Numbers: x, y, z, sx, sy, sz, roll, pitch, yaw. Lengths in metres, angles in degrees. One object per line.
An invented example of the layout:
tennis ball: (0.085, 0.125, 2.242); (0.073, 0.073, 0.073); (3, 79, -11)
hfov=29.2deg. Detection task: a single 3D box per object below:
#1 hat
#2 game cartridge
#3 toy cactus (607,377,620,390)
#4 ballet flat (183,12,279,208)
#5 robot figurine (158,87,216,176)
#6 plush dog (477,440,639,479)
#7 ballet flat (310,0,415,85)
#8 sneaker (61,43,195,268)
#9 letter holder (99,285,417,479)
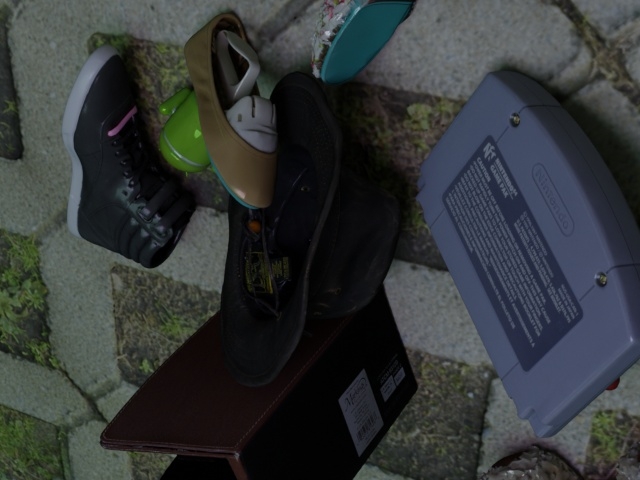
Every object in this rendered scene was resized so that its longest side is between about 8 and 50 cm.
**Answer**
hat: (0.000, 0.000, 1.259); (0.134, 0.331, 0.331); (9, 138, -19)
game cartridge: (0.194, 0.003, 1.114); (0.198, 0.062, 0.297); (-52, 50, 42)
toy cactus: (0.229, 0.041, 1.199); (0.180, 0.112, 0.219); (23, 141, 33)
ballet flat: (-0.084, -0.137, 1.221); (0.073, 0.080, 0.232); (-46, 50, 31)
robot figurine: (-0.130, -0.120, 1.332); (0.101, 0.067, 0.115); (46, 122, 4)
plush dog: (0.280, 0.350, 1.286); (0.262, 0.225, 0.211); (-10, 115, 39)
ballet flat: (0.053, -0.247, 1.129); (0.241, 0.091, 0.077); (-52, 56, 41)
sneaker: (-0.208, -0.086, 1.401); (0.147, 0.104, 0.296); (27, 138, 14)
letter holder: (-0.067, 0.190, 1.357); (0.214, 0.302, 0.152); (-1, 120, 36)
